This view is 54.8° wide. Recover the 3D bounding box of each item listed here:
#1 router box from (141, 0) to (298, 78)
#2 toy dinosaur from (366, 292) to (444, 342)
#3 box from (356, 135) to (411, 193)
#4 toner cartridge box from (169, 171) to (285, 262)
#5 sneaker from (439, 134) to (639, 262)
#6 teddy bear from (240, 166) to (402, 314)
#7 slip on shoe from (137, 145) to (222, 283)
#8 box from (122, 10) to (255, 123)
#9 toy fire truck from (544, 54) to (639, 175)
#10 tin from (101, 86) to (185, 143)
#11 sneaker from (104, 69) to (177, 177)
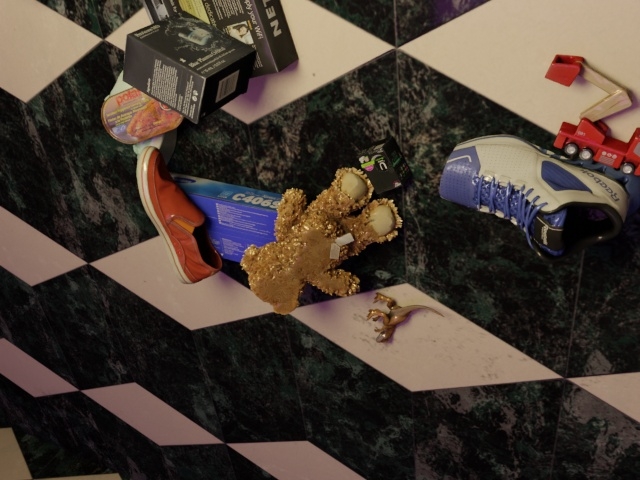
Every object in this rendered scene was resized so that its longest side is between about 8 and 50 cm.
[{"bbox_3d":[-0.203,-0.438,1.104,0.243,0.081,0.308,-1,122,32],"label":"router box"},{"bbox_3d":[0.168,0.158,1.344,0.112,0.064,0.211,26,144,-11],"label":"toy dinosaur"},{"bbox_3d":[0.119,-0.140,1.147,0.062,0.052,0.083,-14,115,39],"label":"box"},{"bbox_3d":[-0.215,-0.044,1.407,0.348,0.075,0.165,13,127,23],"label":"toner cartridge box"},{"bbox_3d":[0.336,-0.067,0.979,0.316,0.182,0.127,13,127,23],"label":"sneaker"},{"bbox_3d":[0.000,0.000,1.249,0.245,0.113,0.338,28,112,-13],"label":"teddy bear"},{"bbox_3d":[-0.302,-0.054,1.335,0.101,0.123,0.331,-12,117,11],"label":"slip on shoe"},{"bbox_3d":[-0.222,-0.299,1.052,0.158,0.156,0.093,30,133,9],"label":"box"},{"bbox_3d":[0.421,-0.189,0.930,0.192,0.047,0.135,23,130,14],"label":"toy fire truck"},{"bbox_3d":[-0.356,-0.265,1.254,0.190,0.040,0.106,-15,118,19],"label":"tin"},{"bbox_3d":[-0.398,-0.251,1.351,0.151,0.094,0.255,26,123,5],"label":"sneaker"}]
